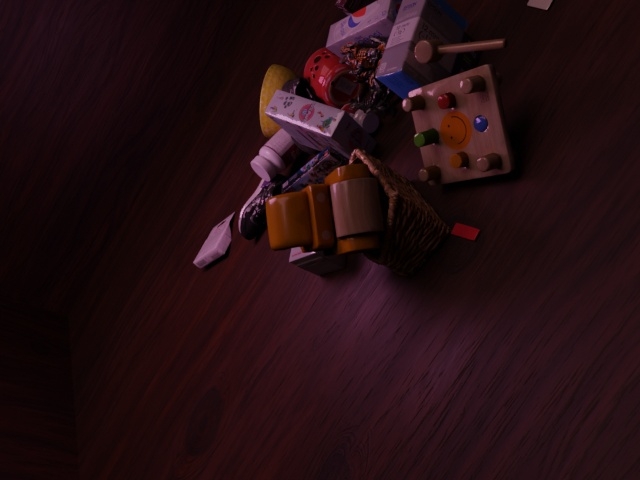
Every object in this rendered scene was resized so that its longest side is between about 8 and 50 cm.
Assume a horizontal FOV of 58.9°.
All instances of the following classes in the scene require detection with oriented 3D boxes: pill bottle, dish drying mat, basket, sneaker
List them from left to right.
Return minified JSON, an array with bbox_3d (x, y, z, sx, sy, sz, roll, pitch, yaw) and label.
[{"bbox_3d":[-0.212,-0.128,2.155,0.124,0.107,0.283,22,85,52],"label":"sneaker"},{"bbox_3d":[-0.153,-0.333,2.142,0.221,0.121,0.121,-49,29,-17],"label":"pill bottle"},{"bbox_3d":[-0.058,-0.452,2.053,0.130,0.109,0.286,-5,107,64],"label":"sneaker"},{"bbox_3d":[0.131,-0.406,1.896,0.086,0.086,0.152,-58,34,6],"label":"pill bottle"},{"bbox_3d":[0.152,-0.067,1.501,0.213,0.223,0.299,-51,36,18],"label":"basket"},{"bbox_3d":[0.355,-0.021,1.385,0.083,0.008,0.032,24,86,58],"label":"dish drying mat"}]

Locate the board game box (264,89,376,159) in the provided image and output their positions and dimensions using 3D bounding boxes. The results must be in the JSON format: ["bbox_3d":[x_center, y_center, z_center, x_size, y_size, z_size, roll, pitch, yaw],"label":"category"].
[{"bbox_3d":[0.000,-0.364,1.841,0.303,0.224,0.098,28,89,36],"label":"board game box"}]

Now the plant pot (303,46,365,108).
[{"bbox_3d":[0.054,-0.574,2.033,0.191,0.191,0.174,-50,41,18],"label":"plant pot"}]

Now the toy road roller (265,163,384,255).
[{"bbox_3d":[-0.002,-0.057,1.433,0.329,0.240,0.203,158,104,-73],"label":"toy road roller"}]

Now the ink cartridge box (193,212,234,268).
[{"bbox_3d":[-0.440,0.000,2.439,0.181,0.056,0.225,-30,26,40],"label":"ink cartridge box"}]

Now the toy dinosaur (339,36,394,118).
[{"bbox_3d":[0.188,-0.507,1.768,0.322,0.164,0.218,41,124,42],"label":"toy dinosaur"}]

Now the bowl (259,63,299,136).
[{"bbox_3d":[-0.121,-0.540,2.245,0.156,0.289,0.290,10,70,11],"label":"bowl"}]

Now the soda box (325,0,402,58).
[{"bbox_3d":[0.148,-0.675,1.811,0.286,0.098,0.091,-6,67,51],"label":"soda box"}]

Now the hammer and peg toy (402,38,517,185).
[{"bbox_3d":[0.327,-0.323,1.372,0.266,0.127,0.362,-3,103,52],"label":"hammer and peg toy"}]

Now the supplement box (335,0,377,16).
[{"bbox_3d":[0.183,-0.797,1.963,0.130,0.239,0.073,-56,33,9],"label":"supplement box"}]

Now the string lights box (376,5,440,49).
[{"bbox_3d":[0.276,-0.681,1.851,0.259,0.133,0.077,-35,44,35],"label":"string lights box"}]

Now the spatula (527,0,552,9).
[{"bbox_3d":[0.598,-0.724,1.553,0.168,0.019,0.242,-58,32,17],"label":"spatula"}]

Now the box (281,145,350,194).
[{"bbox_3d":[0.008,-0.191,1.843,0.233,0.159,0.044,-35,40,35],"label":"box"}]

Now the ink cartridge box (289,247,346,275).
[{"bbox_3d":[0.000,0.000,1.745,0.128,0.127,0.176,-20,52,46],"label":"ink cartridge box"}]

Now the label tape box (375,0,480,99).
[{"bbox_3d":[0.322,-0.545,1.582,0.115,0.249,0.348,6,72,55],"label":"label tape box"}]
